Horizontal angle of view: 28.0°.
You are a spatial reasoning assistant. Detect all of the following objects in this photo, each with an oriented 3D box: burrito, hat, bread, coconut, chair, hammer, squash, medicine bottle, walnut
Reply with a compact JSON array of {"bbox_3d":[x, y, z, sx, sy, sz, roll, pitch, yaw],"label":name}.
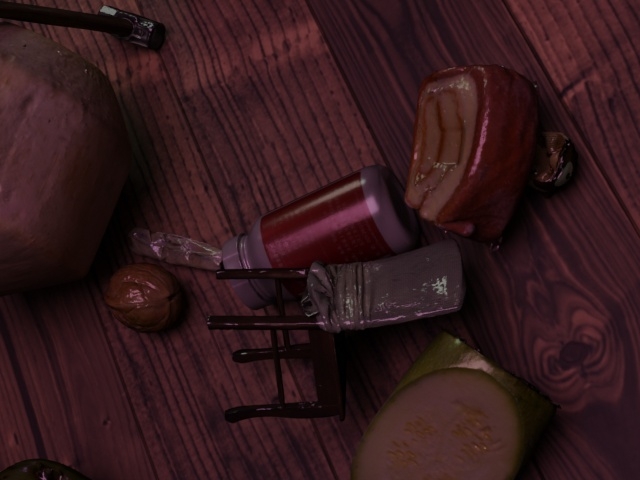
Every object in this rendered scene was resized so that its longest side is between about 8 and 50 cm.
[{"bbox_3d":[-0.211,0.013,1.884,0.185,0.041,0.045,11,89,30],"label":"burrito"},{"bbox_3d":[0.298,-0.098,1.661,0.076,0.059,0.077,9,74,44],"label":"hat"},{"bbox_3d":[0.193,-0.113,1.649,0.190,0.123,0.244,-13,69,54],"label":"bread"},{"bbox_3d":[-0.468,-0.095,1.846,0.344,0.415,0.415,23,86,12],"label":"coconut"},{"bbox_3d":[0.028,0.114,1.642,0.319,0.186,0.160,-5,30,4],"label":"chair"},{"bbox_3d":[-0.375,-0.327,1.881,0.111,0.365,0.043,23,104,25],"label":"hammer"},{"bbox_3d":[0.147,0.257,1.559,0.189,0.189,0.260,35,88,29],"label":"squash"},{"bbox_3d":[0.000,0.000,1.734,0.250,0.131,0.131,-25,66,18],"label":"medicine bottle"},{"bbox_3d":[-0.256,0.082,1.855,0.124,0.105,0.105,4,77,31],"label":"walnut"}]

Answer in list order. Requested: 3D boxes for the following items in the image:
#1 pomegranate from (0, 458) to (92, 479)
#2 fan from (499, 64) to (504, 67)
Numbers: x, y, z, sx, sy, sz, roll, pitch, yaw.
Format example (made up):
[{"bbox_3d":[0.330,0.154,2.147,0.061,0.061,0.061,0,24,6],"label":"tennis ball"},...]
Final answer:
[{"bbox_3d":[-0.375,0.432,1.739,0.254,0.254,0.271,6,103,27],"label":"pomegranate"},{"bbox_3d":[0.247,-0.175,1.737,0.085,0.005,0.133,-8,73,25],"label":"fan"}]
